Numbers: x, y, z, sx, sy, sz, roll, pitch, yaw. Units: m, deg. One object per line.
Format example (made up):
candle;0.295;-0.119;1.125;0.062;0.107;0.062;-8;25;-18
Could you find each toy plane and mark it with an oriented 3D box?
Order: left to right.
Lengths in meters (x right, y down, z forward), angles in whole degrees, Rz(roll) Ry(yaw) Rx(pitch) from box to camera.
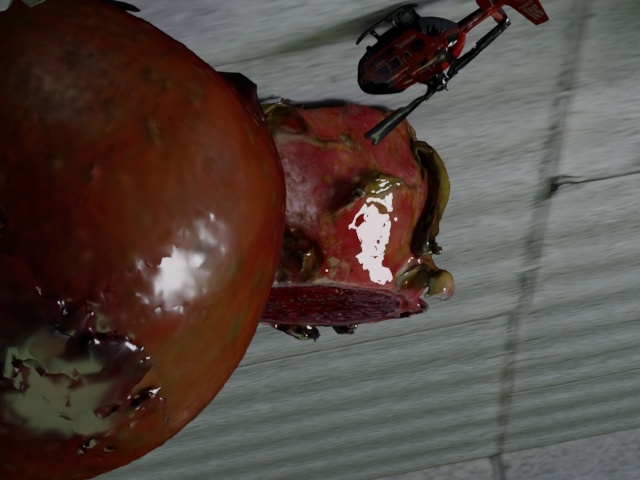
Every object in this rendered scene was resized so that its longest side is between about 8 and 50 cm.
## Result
toy plane;0.076;-0.124;1.197;0.145;0.060;0.037;-33;156;15

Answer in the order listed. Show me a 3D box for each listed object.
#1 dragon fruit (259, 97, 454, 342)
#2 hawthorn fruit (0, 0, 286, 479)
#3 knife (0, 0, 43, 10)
dragon fruit;0.000;0.000;1.392;0.211;0.147;0.282;-15;160;12
hawthorn fruit;-0.158;-0.007;1.073;0.316;0.316;0.316;-10;162;-3
knife;-0.130;-0.183;0.866;0.041;0.073;0.265;-14;162;-20
